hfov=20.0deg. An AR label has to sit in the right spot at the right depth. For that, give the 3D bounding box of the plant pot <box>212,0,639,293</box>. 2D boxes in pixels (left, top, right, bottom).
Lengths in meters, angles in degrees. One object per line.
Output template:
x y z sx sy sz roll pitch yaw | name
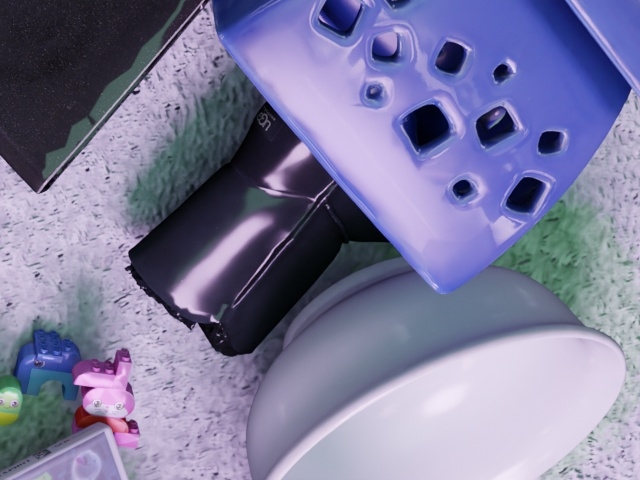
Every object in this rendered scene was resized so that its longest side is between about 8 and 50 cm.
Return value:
0.081 -0.150 1.130 0.212 0.236 0.236 -35 117 16 | plant pot

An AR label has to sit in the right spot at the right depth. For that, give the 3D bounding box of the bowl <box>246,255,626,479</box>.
0.063 0.104 1.328 0.298 0.298 0.134 -21 61 -11 | bowl

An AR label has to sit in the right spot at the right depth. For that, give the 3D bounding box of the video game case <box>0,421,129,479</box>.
-0.194 0.247 1.267 0.173 0.022 0.190 -26 110 -29 | video game case

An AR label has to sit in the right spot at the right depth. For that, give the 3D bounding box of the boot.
0.000 0.000 1.350 0.246 0.094 0.207 28 109 -38 | boot

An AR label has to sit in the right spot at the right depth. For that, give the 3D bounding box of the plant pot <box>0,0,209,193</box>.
-0.189 -0.157 1.229 0.167 0.188 0.187 41 88 -6 | plant pot

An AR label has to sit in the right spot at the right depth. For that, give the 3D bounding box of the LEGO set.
-0.236 0.073 1.293 0.227 0.087 0.093 9 112 -17 | LEGO set
